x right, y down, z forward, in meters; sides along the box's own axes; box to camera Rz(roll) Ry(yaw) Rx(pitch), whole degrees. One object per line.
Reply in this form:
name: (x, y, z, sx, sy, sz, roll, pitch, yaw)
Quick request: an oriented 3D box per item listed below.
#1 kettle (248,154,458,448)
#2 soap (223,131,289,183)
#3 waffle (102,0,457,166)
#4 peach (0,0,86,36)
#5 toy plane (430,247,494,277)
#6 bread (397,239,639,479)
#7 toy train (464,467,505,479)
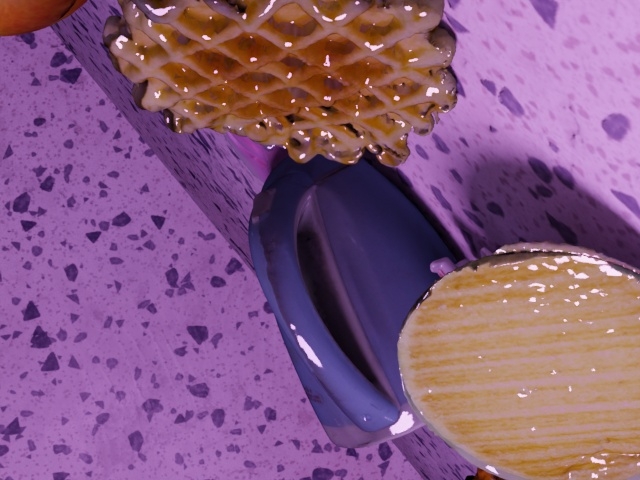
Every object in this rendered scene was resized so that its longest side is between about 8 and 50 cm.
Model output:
kettle: (0.034, 0.055, 1.085, 0.342, 0.247, 0.319, 63, -157, -7)
soap: (-0.093, -0.208, 1.140, 0.193, 0.109, 0.324, 37, 164, 50)
waffle: (-0.033, -0.161, 0.814, 0.317, 0.073, 0.297, 5, 159, 2)
peach: (-0.413, -0.440, 1.118, 0.370, 0.370, 0.370, 47, 169, 13)
toy plane: (0.211, 0.100, 0.945, 0.252, 0.118, 0.252, 49, 172, 10)
bread: (0.208, 0.118, 0.808, 0.301, 0.045, 0.301, 11, 131, 13)
toy train: (0.334, 0.456, 1.315, 0.369, 0.163, 0.231, 35, 165, -12)
